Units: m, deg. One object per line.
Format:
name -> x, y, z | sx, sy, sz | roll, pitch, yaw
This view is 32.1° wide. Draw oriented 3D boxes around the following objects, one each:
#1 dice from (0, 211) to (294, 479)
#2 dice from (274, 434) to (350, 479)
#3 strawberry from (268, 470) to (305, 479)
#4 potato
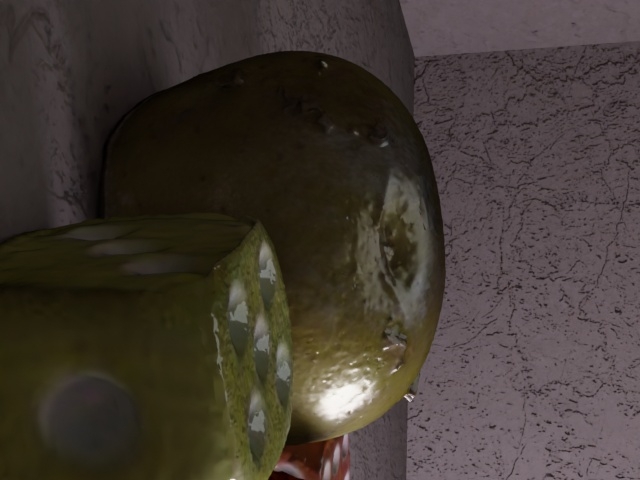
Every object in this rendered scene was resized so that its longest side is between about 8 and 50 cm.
dice -> -0.161, 0.105, 0.974 | 0.233, 0.238, 0.226 | -56, 142, -68
dice -> -0.058, 0.326, 1.513 | 0.175, 0.179, 0.174 | -45, 136, -75
strawberry -> -0.065, 0.323, 1.227 | 0.205, 0.244, 0.205 | 22, 58, -40
potato -> 0.000, 0.000, 1.247 | 0.385, 0.319, 0.442 | -14, 93, -53
